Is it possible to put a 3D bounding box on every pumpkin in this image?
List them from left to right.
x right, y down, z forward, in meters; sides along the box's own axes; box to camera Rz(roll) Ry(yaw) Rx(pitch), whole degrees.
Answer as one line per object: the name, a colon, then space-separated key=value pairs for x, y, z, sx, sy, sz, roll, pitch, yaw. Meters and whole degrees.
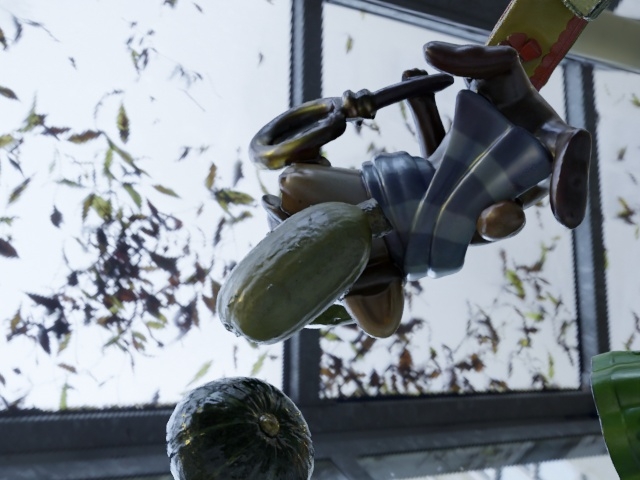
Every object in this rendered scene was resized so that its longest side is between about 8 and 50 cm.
pumpkin: x=-0.107 y=0.282 z=1.167 sx=0.152 sy=0.212 sz=0.211 roll=-40 pitch=-47 yaw=24

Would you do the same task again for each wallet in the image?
wallet: x=0.388 y=-0.378 z=1.517 sx=0.141 sy=0.067 sz=0.241 roll=33 pitch=-68 yaw=3

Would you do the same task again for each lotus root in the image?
lotus root: x=-0.013 y=0.018 z=0.764 sx=0.183 sy=0.090 sz=0.077 roll=-39 pitch=-58 yaw=-18
lotus root: x=0.396 y=0.191 z=0.920 sx=0.186 sy=0.186 sz=0.186 roll=-14 pitch=-62 yaw=-28

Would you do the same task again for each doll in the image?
doll: x=0.097 y=-0.069 z=0.913 sx=0.339 sy=0.318 sz=0.209 roll=-34 pitch=-48 yaw=17

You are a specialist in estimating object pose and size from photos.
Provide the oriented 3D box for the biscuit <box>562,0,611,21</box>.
biscuit: x=0.466 y=-0.489 z=1.382 sx=0.250 sy=0.147 sz=0.046 roll=-50 pitch=-26 yaw=25

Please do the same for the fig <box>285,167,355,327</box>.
fig: x=0.000 y=0.000 z=1.383 sx=0.206 sy=0.206 sz=0.275 roll=-18 pitch=-73 yaw=-26
